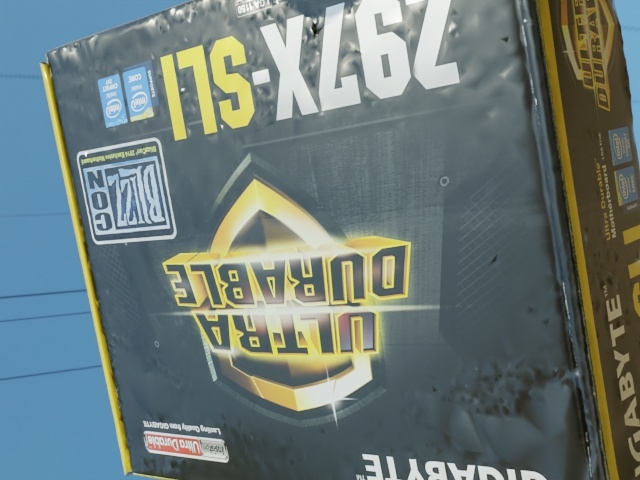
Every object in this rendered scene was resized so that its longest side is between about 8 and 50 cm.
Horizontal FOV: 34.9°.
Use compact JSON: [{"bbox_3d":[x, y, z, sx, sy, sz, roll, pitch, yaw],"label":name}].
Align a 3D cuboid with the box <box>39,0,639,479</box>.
[{"bbox_3d":[0.000,0.000,0.509,0.079,0.322,0.257,-14,-83,-47],"label":"box"}]
